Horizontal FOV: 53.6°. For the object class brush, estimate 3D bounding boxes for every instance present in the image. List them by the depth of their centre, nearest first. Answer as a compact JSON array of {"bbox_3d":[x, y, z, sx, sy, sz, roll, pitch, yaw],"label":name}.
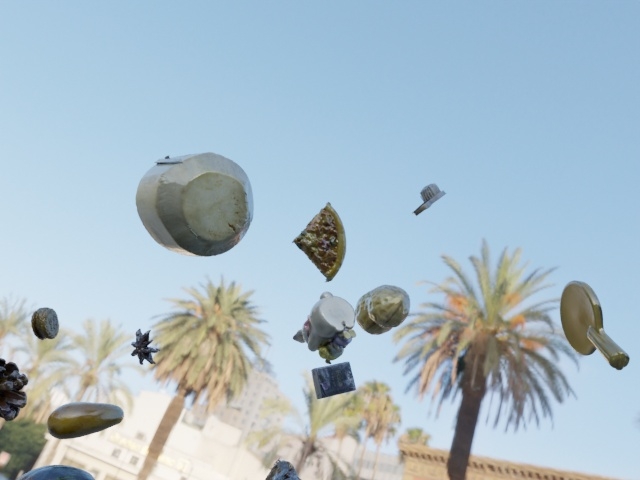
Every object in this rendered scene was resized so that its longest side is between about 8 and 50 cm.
[{"bbox_3d":[0.338,-0.135,2.025,0.070,0.327,0.065,-35,-91,24],"label":"brush"}]

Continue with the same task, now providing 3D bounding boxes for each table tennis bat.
[{"bbox_3d":[0.710,0.232,1.672,0.050,0.321,0.199,-2,-66,-6],"label":"table tennis bat"}]

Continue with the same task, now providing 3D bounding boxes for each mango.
[{"bbox_3d":[-0.673,0.515,1.834,0.136,0.099,0.227,-15,-15,43],"label":"mango"}]

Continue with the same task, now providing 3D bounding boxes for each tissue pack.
[{"bbox_3d":[0.048,0.516,2.345,0.156,0.112,0.051,-4,-15,-34],"label":"tissue pack"}]

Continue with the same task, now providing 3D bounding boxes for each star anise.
[{"bbox_3d":[-0.637,0.387,2.269,0.141,0.141,0.042,1,4,33],"label":"star anise"}]

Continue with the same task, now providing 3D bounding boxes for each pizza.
[{"bbox_3d":[0.000,0.000,2.234,0.197,0.292,0.058,6,-13,-15],"label":"pizza"}]

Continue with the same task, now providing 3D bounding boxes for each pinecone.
[{"bbox_3d":[-0.756,0.352,1.436,0.195,0.150,0.179,-39,-29,25],"label":"pinecone"}]

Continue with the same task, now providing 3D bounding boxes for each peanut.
[{"bbox_3d":[0.184,0.204,1.859,0.147,0.147,0.305,25,-21,-6],"label":"peanut"}]

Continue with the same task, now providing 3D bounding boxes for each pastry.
[{"bbox_3d":[-0.840,0.254,1.934,0.057,0.109,0.097,-8,-78,3],"label":"pastry"}]

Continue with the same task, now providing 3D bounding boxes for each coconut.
[{"bbox_3d":[-0.345,-0.103,1.755,0.322,0.323,0.323,17,-30,10],"label":"coconut"}]

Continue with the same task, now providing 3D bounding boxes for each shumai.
[{"bbox_3d":[-0.080,0.724,1.666,0.185,0.184,0.218,35,12,-6],"label":"shumai"}]

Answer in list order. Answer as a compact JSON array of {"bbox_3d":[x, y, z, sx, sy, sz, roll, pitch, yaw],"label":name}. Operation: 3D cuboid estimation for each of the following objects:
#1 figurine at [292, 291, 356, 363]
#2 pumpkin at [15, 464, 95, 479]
[{"bbox_3d":[0.010,0.264,1.780,0.155,0.127,0.235,49,-40,16],"label":"figurine"},{"bbox_3d":[-0.659,0.717,1.541,0.323,0.323,0.241,-10,-19,44],"label":"pumpkin"}]
